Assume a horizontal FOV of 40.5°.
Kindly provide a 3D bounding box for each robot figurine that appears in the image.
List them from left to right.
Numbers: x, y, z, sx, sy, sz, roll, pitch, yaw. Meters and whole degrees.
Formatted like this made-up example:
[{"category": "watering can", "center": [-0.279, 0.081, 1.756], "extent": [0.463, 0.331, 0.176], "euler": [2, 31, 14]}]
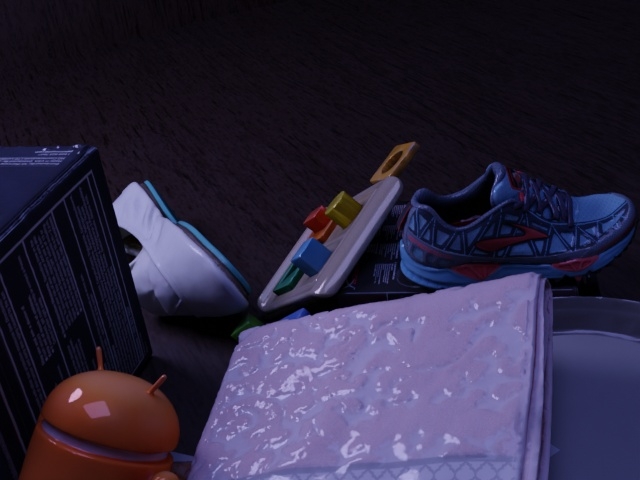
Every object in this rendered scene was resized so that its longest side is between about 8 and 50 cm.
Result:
[{"category": "robot figurine", "center": [-0.198, 0.211, 0.766], "extent": [0.128, 0.219, 0.158], "euler": [17, -2, -14]}]

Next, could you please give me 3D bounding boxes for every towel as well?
[{"category": "towel", "center": [0.033, 0.163, 0.760], "extent": [0.332, 0.053, 0.317], "euler": [-12, 34, 24]}]

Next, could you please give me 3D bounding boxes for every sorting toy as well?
[{"category": "sorting toy", "center": [0.000, 0.000, 1.067], "extent": [0.347, 0.047, 0.196], "euler": [-56, 16, -23]}]

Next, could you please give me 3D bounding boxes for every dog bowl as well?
[{"category": "dog bowl", "center": [0.245, 0.189, 0.793], "extent": [0.349, 0.102, 0.348], "euler": [-7, 29, 4]}]

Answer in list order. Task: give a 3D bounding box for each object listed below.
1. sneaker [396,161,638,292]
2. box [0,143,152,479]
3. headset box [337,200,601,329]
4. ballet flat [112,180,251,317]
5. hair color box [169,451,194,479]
[{"category": "sneaker", "center": [0.213, -0.023, 0.922], "extent": [0.262, 0.125, 0.104], "euler": [-11, 33, -2]}, {"category": "box", "center": [-0.342, 0.091, 0.917], "extent": [0.183, 0.296, 0.294], "euler": [0, 31, 14]}, {"category": "headset box", "center": [0.183, 0.044, 1.049], "extent": [0.294, 0.110, 0.218], "euler": [-2, 31, 11]}, {"category": "ballet flat", "center": [-0.217, 0.030, 1.187], "extent": [0.139, 0.139, 0.400], "euler": [-21, 28, -20]}, {"category": "hair color box", "center": [-0.154, 0.247, 0.855], "extent": [0.141, 0.043, 0.072], "euler": [6, 33, 23]}]
